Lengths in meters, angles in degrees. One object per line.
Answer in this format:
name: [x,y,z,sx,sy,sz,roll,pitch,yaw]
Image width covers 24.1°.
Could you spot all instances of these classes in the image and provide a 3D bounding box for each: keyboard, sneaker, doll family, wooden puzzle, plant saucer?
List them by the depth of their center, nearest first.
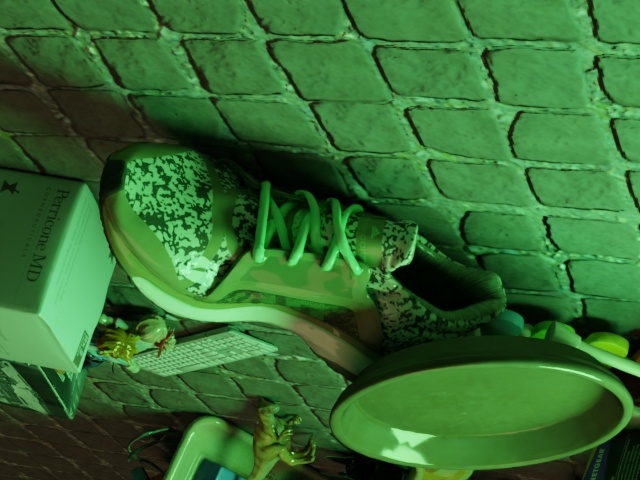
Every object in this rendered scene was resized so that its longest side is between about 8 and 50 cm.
sneaker: [0.000,0.000,1.312,0.410,0.158,0.182,23,146,-33]
plant saucer: [0.146,0.151,1.380,0.278,0.041,0.278,-1,153,-1]
doll family: [-0.288,0.108,1.711,0.263,0.118,0.163,30,152,-29]
keyboard: [-0.153,0.139,1.829,0.072,0.014,0.256,30,153,-29]
sneaker: [0.092,0.330,2.055,0.170,0.051,0.089,7,158,25]
wooden puzzle: [-0.122,0.460,2.109,0.322,0.348,0.080,35,168,-38]

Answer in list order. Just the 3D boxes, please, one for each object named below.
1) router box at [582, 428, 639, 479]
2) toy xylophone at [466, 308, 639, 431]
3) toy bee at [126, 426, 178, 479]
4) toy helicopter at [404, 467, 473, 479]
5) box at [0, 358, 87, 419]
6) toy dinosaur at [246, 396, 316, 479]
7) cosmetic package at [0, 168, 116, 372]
router box: [0.436,0.300,1.471,0.243,0.081,0.309,-11,132,41]
toy xylophone: [0.277,0.134,1.479,0.323,0.081,0.236,21,154,-12]
toy bee: [-0.215,0.389,2.190,0.195,0.162,0.298,-32,162,14]
toy helicopter: [0.104,0.350,1.962,0.235,0.140,0.355,24,133,3]
box: [-0.473,0.128,1.917,0.307,0.076,0.242,12,156,7]
toy dinosaur: [-0.067,0.281,2.002,0.112,0.064,0.211,10,125,-6]
cosmetic package: [-0.322,0.025,1.513,0.184,0.151,0.151,9,155,12]
